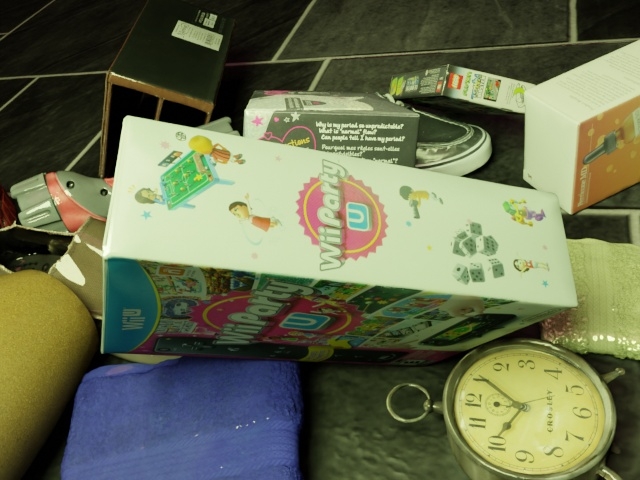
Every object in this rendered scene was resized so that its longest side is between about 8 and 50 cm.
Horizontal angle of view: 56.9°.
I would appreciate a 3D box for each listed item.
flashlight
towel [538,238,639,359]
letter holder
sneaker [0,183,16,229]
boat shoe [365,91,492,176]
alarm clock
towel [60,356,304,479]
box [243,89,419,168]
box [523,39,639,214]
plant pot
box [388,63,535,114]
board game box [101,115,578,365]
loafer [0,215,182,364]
[{"bbox_3d":[-0.254,-0.087,0.818,0.304,0.103,0.103,-25,69,-12],"label":"flashlight"},{"bbox_3d":[0.270,0.052,0.584,0.110,0.027,0.148,3,45,21],"label":"towel"},{"bbox_3d":[-0.255,-0.239,0.995,0.152,0.214,0.302,15,41,-13],"label":"letter holder"},{"bbox_3d":[-0.525,-0.016,0.865,0.128,0.087,0.221,-24,41,-11],"label":"sneaker"},{"bbox_3d":[0.077,-0.150,0.806,0.301,0.102,0.108,8,47,25],"label":"boat shoe"},{"bbox_3d":[0.150,0.146,0.491,0.192,0.064,0.129,5,46,18],"label":"alarm clock"},{"bbox_3d":[-0.115,0.223,0.490,0.227,0.076,0.308,-15,40,6],"label":"towel"},{"bbox_3d":[-0.002,-0.087,0.645,0.163,0.142,0.247,1,17,-4],"label":"box"},{"bbox_3d":[0.333,-0.132,0.686,0.170,0.130,0.091,-25,42,-9],"label":"box"},{"bbox_3d":[-0.344,0.142,0.553,0.237,0.237,0.254,8,35,25],"label":"plant pot"},{"bbox_3d":[0.174,-0.193,0.773,0.114,0.036,0.207,9,10,-13],"label":"box"},{"bbox_3d":[-0.005,0.027,0.459,0.303,0.224,0.098,7,65,-17],"label":"board game box"},{"bbox_3d":[-0.243,0.048,0.671,0.365,0.130,0.134,1,44,18],"label":"loafer"}]
